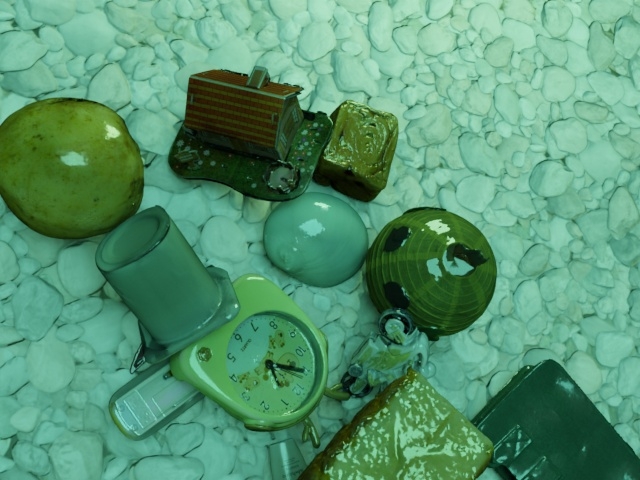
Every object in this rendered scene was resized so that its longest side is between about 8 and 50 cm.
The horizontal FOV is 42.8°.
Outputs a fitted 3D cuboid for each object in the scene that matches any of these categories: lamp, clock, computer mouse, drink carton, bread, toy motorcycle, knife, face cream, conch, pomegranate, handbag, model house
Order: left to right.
[{"bbox_3d":[-0.422,-0.117,1.386,0.261,0.260,0.260,4,75,-15],"label":"pomegranate"},{"bbox_3d":[-0.273,0.063,1.375,0.186,0.191,0.189,-33,124,3],"label":"drink carton"},{"bbox_3d":[-0.276,0.266,1.432,0.199,0.045,0.102,-36,89,-29],"label":"computer mouse"},{"bbox_3d":[-0.271,0.139,1.486,0.035,0.018,0.247,39,70,-6],"label":"knife"},{"bbox_3d":[-0.147,-0.210,1.480,0.294,0.154,0.207,16,68,18],"label":"model house"},{"bbox_3d":[-0.093,0.229,1.455,0.308,0.096,0.235,43,57,-7],"label":"clock"},{"bbox_3d":[-0.045,0.446,1.451,0.072,0.051,0.182,-13,80,-21],"label":"face cream"},{"bbox_3d":[0.000,0.001,1.561,0.221,0.121,0.184,-1,106,-21],"label":"conch"},{"bbox_3d":[0.066,-0.175,1.602,0.149,0.143,0.158,15,76,-12],"label":"bread"},{"bbox_3d":[0.100,0.392,1.330,0.207,0.279,0.279,45,62,7],"label":"bread"},{"bbox_3d":[0.133,0.224,1.489,0.151,0.228,0.074,24,29,-5],"label":"toy motorcycle"},{"bbox_3d":[0.217,0.058,1.508,0.250,0.284,0.250,5,76,-20],"label":"lamp"},{"bbox_3d":[0.456,0.416,1.585,0.238,0.089,0.326,-38,89,-21],"label":"handbag"}]
